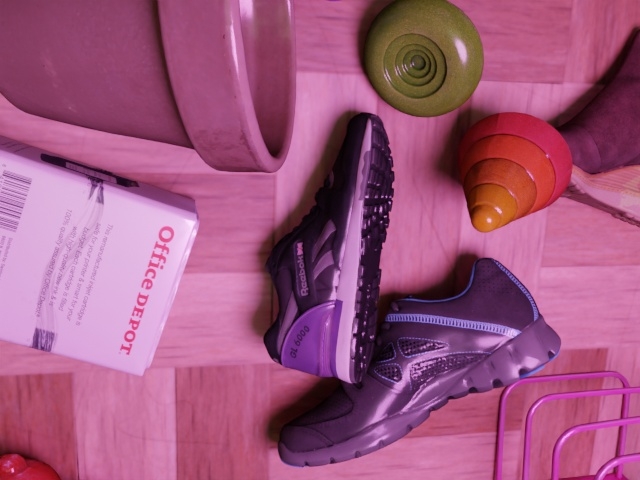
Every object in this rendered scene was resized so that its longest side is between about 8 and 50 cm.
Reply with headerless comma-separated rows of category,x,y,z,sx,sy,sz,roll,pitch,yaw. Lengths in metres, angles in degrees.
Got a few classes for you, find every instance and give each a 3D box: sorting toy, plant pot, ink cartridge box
sorting toy,0.097,-0.138,0.626,0.365,0.126,0.127,47,135,-10
plant pot,-0.150,-0.183,0.550,0.229,0.263,0.263,-2,104,7
ink cartridge box,-0.257,0.010,0.630,0.237,0.100,0.172,18,99,-14

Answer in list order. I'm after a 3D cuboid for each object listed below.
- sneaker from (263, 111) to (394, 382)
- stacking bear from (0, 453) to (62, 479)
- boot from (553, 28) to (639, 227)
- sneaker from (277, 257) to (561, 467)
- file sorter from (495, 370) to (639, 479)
sneaker,0.000,0.000,0.680,0.124,0.107,0.283,7,85,19
stacking bear,-0.253,0.345,0.690,0.289,0.164,0.175,43,92,-13
boot,0.325,-0.147,0.736,0.248,0.090,0.207,22,86,-14
sneaker,0.093,0.146,0.746,0.341,0.125,0.140,-28,79,0
file sorter,0.348,0.282,0.724,0.202,0.290,0.182,-2,101,-11
